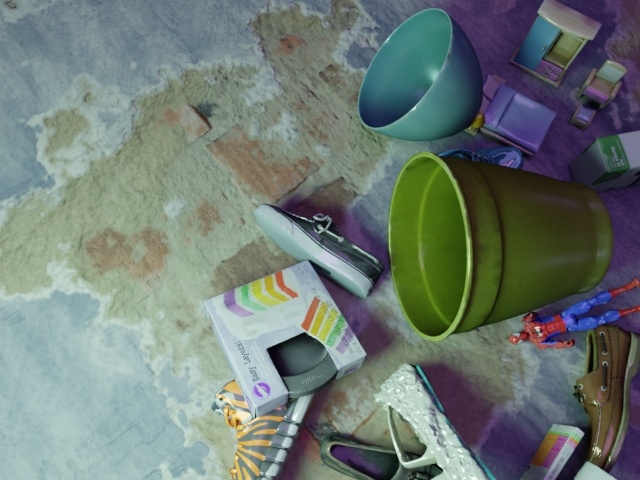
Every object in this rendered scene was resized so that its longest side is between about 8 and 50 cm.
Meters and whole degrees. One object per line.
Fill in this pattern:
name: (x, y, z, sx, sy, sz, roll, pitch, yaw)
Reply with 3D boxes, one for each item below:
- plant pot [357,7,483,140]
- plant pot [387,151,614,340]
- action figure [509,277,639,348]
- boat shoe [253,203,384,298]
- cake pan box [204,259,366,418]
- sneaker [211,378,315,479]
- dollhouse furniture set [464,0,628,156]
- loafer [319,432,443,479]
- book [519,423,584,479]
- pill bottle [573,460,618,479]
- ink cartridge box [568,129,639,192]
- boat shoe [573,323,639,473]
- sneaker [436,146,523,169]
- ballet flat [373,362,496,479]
plant pot: (0.252, -0.342, 1.328, 0.196, 0.290, 0.290, 24, 70, -30)
plant pot: (0.366, 0.004, 1.187, 0.353, 0.366, 0.366, -3, 72, -15)
action figure: (0.518, 0.161, 1.193, 0.281, 0.139, 0.091, -25, 79, 20)
boat shoe: (0.001, -0.001, 1.276, 0.306, 0.113, 0.105, 33, 68, 6)
cake pan box: (-0.073, 0.193, 1.182, 0.246, 0.070, 0.266, -21, 59, -18)
sneaker: (-0.150, 0.398, 1.154, 0.180, 0.124, 0.321, 22, 63, 10)
dollhouse furniture set: (0.521, -0.336, 1.348, 0.287, 0.198, 0.303, 31, 75, 8)
loafer: (0.127, 0.450, 1.150, 0.268, 0.084, 0.096, 16, 72, 4)
book: (0.454, 0.432, 1.159, 0.035, 0.096, 0.144, 39, 76, 9)
pill bottle: (0.416, 0.598, 1.005, 0.229, 0.229, 0.407, 38, 86, 10)
ink cartridge box: (0.702, -0.182, 1.328, 0.209, 0.153, 0.086, -11, 74, -4)
boat shoe: (0.569, 0.314, 1.200, 0.105, 0.110, 0.307, 19, 61, 13)
sneaker: (0.336, -0.163, 1.335, 0.276, 0.110, 0.106, -11, 74, -6)
ballet flat: (0.224, 0.409, 1.086, 0.147, 0.146, 0.409, -23, 41, -8)
